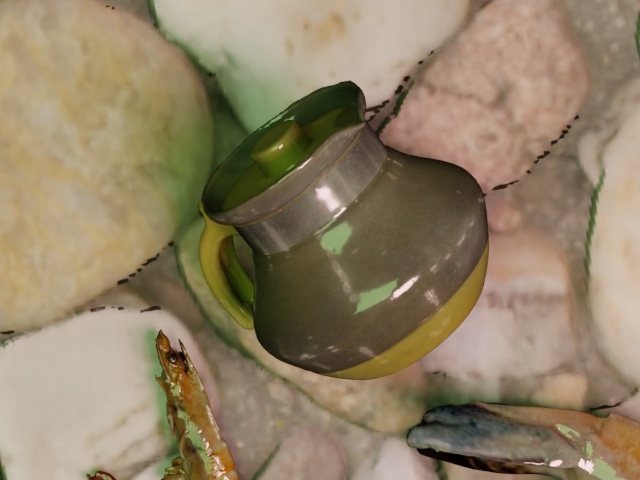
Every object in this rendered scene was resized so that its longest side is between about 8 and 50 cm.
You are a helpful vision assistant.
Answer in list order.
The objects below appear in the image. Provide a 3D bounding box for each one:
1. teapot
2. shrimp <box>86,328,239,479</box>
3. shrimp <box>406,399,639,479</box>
[{"bbox_3d":[0.000,0.000,0.946,0.165,0.130,0.119,-19,117,45],"label":"teapot"},{"bbox_3d":[-0.088,0.107,1.026,0.083,0.023,0.114,-16,89,20],"label":"shrimp"},{"bbox_3d":[0.081,0.160,0.945,0.289,0.075,0.178,14,91,17],"label":"shrimp"}]
